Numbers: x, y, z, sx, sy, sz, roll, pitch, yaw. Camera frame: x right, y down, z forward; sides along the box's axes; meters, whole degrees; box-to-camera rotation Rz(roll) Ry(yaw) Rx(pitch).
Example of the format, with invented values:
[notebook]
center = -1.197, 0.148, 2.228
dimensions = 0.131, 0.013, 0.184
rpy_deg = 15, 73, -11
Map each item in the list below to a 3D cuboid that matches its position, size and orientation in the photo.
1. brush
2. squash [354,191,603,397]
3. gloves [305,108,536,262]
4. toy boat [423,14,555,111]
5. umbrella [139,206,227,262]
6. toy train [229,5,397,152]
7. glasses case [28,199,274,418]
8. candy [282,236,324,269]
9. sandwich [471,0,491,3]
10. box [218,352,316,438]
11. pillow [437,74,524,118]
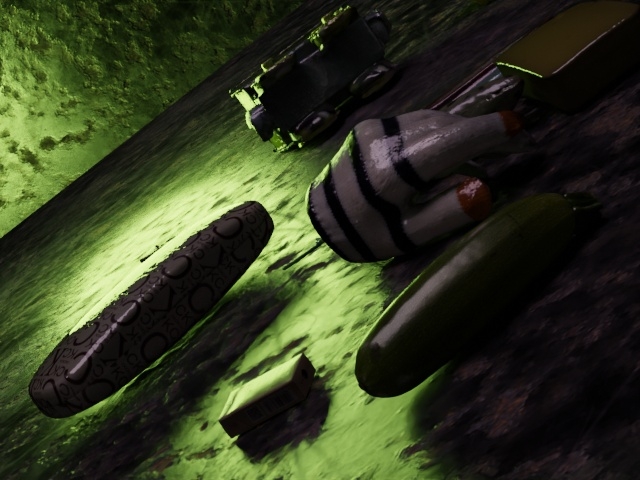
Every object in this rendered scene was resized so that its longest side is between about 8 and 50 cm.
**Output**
[brush]
center = 0.265, -0.194, 1.625
dimensions = 0.123, 0.059, 0.197
rpy_deg = -34, 14, -3
[squash]
center = 0.122, 0.030, 1.211
dimensions = 0.252, 0.066, 0.066
rpy_deg = -41, 14, -17
[gloves]
center = 0.095, -0.072, 1.496
dimensions = 0.218, 0.131, 0.140
rpy_deg = -39, 13, 28
[toy boat]
center = 0.199, -0.183, 1.783
dimensions = 0.229, 0.046, 0.080
rpy_deg = -37, 11, 4
[umbrella]
center = -0.181, -0.005, 2.150
dimensions = 0.165, 0.025, 0.027
rpy_deg = -28, -3, 21
[toy train]
center = -0.006, -0.234, 2.271
dimensions = 0.261, 0.134, 0.177
rpy_deg = -39, 6, -13
[glasses case]
center = -0.189, 0.074, 1.777
dimensions = 0.354, 0.085, 0.137
rpy_deg = -44, 16, -30
[candy]
center = 0.000, 0.000, 1.699
dimensions = 0.123, 0.035, 0.035
rpy_deg = -39, 31, 33
[sandwich]
center = 0.272, -0.418, 2.300
dimensions = 0.244, 0.088, 0.090
rpy_deg = -30, 6, 37
[box]
center = -0.046, 0.135, 1.360
dimensions = 0.083, 0.024, 0.053
rpy_deg = -32, 14, 23
[pillow]
center = 0.125, -0.106, 1.666
dimensions = 0.241, 0.051, 0.093
rpy_deg = -33, -16, 22
